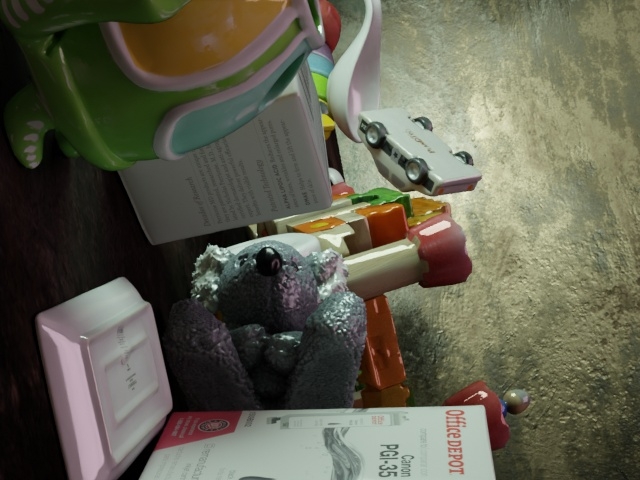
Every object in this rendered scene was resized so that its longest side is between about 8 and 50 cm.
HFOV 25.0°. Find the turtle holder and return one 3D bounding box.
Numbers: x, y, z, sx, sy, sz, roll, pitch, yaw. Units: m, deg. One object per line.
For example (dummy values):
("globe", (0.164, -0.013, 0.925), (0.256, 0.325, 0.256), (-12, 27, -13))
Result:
("turtle holder", (-0.125, -0.191, 1.056), (0.320, 0.227, 0.243), (67, 14, -64))

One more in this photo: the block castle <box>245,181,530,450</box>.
("block castle", (0.080, 0.090, 1.861), (0.453, 0.212, 0.303), (-156, -129, -70))

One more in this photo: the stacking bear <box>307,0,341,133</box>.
("stacking bear", (-0.051, -0.187, 2.141), (0.164, 0.175, 0.289), (49, 39, -63))

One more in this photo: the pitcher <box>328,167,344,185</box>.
("pitcher", (0.000, 0.000, 2.204), (0.177, 0.125, 0.207), (-20, -98, 60))

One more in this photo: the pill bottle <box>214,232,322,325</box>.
("pill bottle", (-0.042, 0.126, 1.660), (0.136, 0.136, 0.246), (-74, 152, -77))

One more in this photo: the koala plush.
("koala plush", (-0.056, 0.087, 1.471), (0.221, 0.196, 0.203), (-96, -177, -46))

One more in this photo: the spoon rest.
("spoon rest", (0.050, -0.275, 2.084), (0.137, 0.084, 0.276), (-43, 128, -57))

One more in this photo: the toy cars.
("toy cars", (0.029, -0.137, 1.977), (0.176, 0.393, 0.087), (-64, 172, -59))

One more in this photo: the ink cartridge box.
("ink cartridge box", (0.005, 0.220, 1.188), (0.207, 0.282, 0.117), (-73, 160, -78))

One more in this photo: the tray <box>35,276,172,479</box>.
("tray", (-0.159, 0.109, 1.130), (0.270, 0.030, 0.145), (-42, 119, -83))

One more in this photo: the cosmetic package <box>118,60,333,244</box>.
("cosmetic package", (-0.097, -0.113, 1.378), (0.151, 0.183, 0.151), (72, 9, -46))
